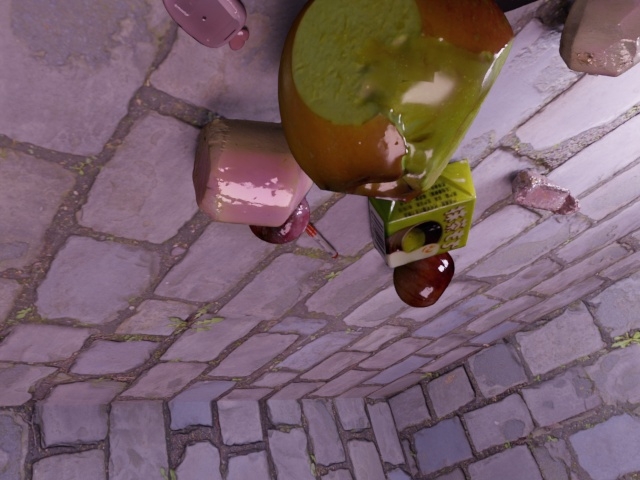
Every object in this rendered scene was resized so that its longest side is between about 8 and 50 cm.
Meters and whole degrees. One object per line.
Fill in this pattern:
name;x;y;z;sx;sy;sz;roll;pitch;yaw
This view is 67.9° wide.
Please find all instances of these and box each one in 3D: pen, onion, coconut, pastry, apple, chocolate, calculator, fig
pen;0.000;0.000;1.448;0.028;0.028;0.239;-25;148;13
onion;-0.095;-0.065;1.201;0.160;0.159;0.195;-26;170;15
coconut;0.573;-0.403;0.929;0.171;0.183;0.170;-41;143;-42
pastry;0.679;-0.147;1.464;0.265;0.112;0.103;16;128;-31
apple;0.107;-0.234;0.779;0.374;0.374;0.384;6;-179;-32
chocolate;0.296;-0.064;1.380;0.289;0.137;0.301;-17;149;0
calculator;-0.183;-0.374;0.786;0.103;0.024;0.166;-33;144;24
coconut;-0.133;-0.143;0.997;0.245;0.233;0.233;2;144;-27
fig;0.352;0.118;1.645;0.235;0.214;0.235;-23;133;-26

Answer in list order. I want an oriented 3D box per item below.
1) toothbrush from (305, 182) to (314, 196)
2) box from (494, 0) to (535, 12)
toothbrush;-0.019;-0.154;1.210;0.025;0.019;0.275;-4;147;-33
box;0.350;-0.500;0.820;0.201;0.042;0.212;-18;147;2
